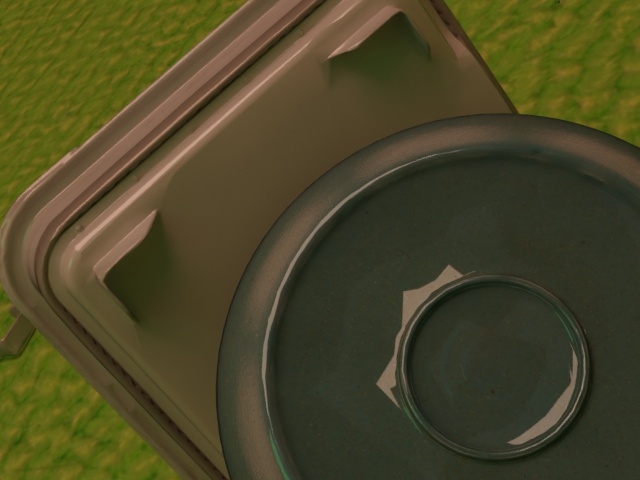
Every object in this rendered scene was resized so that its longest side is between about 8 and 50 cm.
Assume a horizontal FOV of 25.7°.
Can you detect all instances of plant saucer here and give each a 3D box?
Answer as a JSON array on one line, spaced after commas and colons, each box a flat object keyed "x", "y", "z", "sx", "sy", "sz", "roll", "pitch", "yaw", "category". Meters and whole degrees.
[{"x": 0.095, "y": 0.071, "z": 0.764, "sx": 0.318, "sy": 0.043, "sz": 0.317, "roll": -2, "pitch": 73, "yaw": 7, "category": "plant saucer"}]

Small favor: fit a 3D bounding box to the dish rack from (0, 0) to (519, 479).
[{"x": 0.000, "y": 0.000, "z": 0.884, "sx": 0.333, "sy": 0.285, "sz": 0.072, "roll": -43, "pitch": 26, "yaw": -8, "category": "dish rack"}]

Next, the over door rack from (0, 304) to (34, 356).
[{"x": -0.462, "y": 0.080, "z": 1.270, "sx": 0.324, "sy": 0.239, "sz": 0.108, "roll": -26, "pitch": 33, "yaw": 19, "category": "over door rack"}]
